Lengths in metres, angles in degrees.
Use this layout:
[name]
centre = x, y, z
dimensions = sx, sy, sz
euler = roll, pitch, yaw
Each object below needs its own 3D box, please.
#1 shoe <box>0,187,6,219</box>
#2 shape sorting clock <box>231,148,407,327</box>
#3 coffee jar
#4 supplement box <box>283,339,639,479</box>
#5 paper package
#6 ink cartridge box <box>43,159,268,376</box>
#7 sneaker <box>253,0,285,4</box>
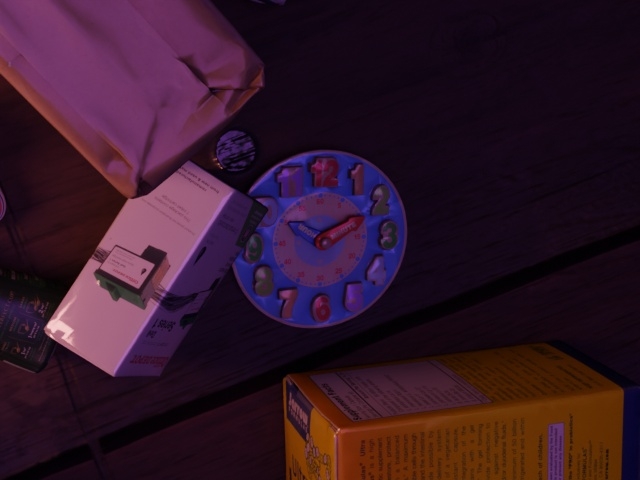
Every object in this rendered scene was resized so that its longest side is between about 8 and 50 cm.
[shoe]
centre = -0.381, -0.072, 1.251
dimensions = 0.063, 0.081, 0.178
euler = -46, 111, -4
[shape sorting clock]
centre = 0.000, 0.000, 1.413
dimensions = 0.206, 0.040, 0.206
euler = -4, 103, -17
[coffee jar]
centre = -0.353, 0.062, 1.291
dimensions = 0.184, 0.079, 0.096
euler = 23, 96, -22
[supplement box]
centre = 0.155, 0.247, 1.436
dimensions = 0.357, 0.194, 0.195
euler = -5, 103, -16
[paper package]
centre = -0.237, -0.217, 1.136
dimensions = 0.168, 0.325, 0.309
euler = -45, 112, -4
[ink cartridge box]
centre = -0.162, 0.028, 1.294
dimensions = 0.093, 0.160, 0.219
euler = 33, 91, 11
[sneaker]
centre = -0.093, -0.339, 1.247
dimensions = 0.153, 0.094, 0.235
euler = 5, 145, -9
